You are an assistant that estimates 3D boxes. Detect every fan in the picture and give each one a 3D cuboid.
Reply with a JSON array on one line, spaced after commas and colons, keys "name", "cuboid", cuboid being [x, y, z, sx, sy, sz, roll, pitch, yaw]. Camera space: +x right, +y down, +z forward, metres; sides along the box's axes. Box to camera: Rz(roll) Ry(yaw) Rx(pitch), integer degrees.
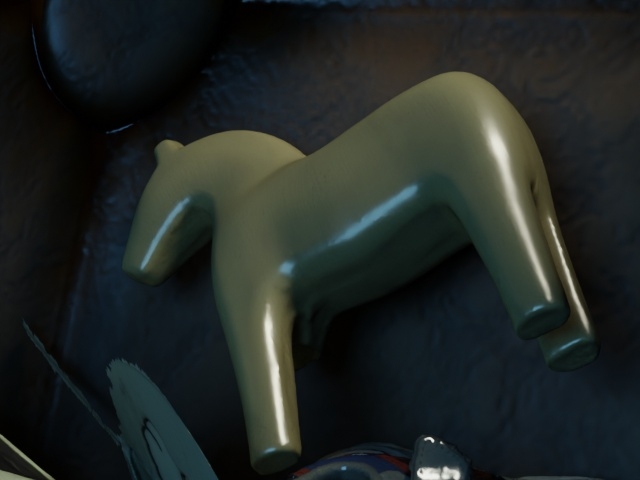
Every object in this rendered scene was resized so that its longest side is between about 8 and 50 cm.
[{"name": "fan", "cuboid": [-0.087, 0.112, 0.793, 0.009, 0.191, 0.329, -26, 33, -20]}]

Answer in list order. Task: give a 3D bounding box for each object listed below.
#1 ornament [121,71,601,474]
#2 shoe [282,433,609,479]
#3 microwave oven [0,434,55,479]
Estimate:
[{"name": "ornament", "cuboid": [0.000, 0.000, 0.773, 0.230, 0.061, 0.245, -31, 45, 19]}, {"name": "shoe", "cuboid": [0.057, 0.137, 0.680, 0.227, 0.125, 0.099, 9, 82, 36]}, {"name": "microwave oven", "cuboid": [-0.349, 0.163, 0.816, 0.394, 0.247, 0.333, 27, 83, 45]}]
